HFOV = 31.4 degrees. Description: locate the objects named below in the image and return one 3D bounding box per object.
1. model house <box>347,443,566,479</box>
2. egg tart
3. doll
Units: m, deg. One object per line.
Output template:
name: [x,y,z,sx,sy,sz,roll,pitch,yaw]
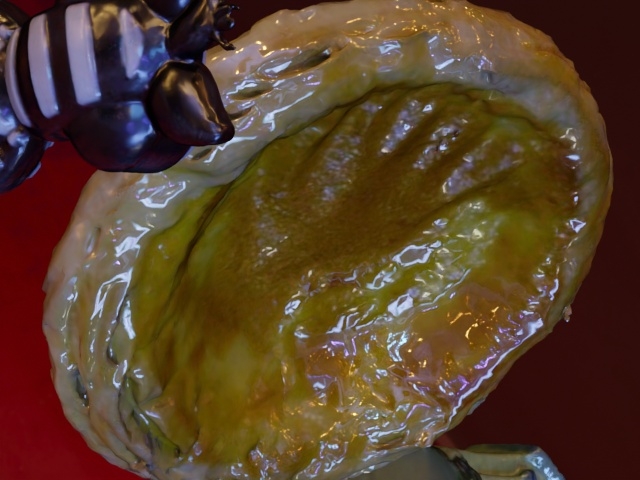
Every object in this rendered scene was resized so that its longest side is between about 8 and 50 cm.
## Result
model house: [0.126,0.266,1.001,0.189,0.195,0.214,1,-13,-38]
egg tart: [0.000,0.000,0.729,0.388,0.388,0.169,-19,46,-17]
doll: [-0.113,-0.066,0.472,0.219,0.091,0.067,-6,-3,35]
